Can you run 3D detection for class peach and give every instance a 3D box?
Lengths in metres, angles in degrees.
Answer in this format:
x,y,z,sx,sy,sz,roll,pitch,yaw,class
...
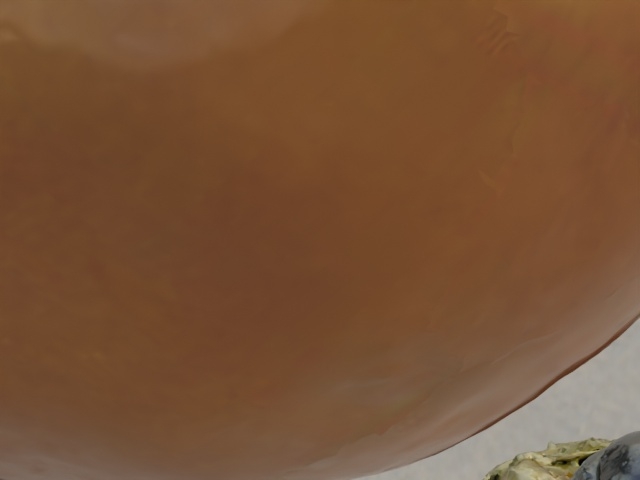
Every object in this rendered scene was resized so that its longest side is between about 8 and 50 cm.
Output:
x,y,z,sx,sy,sz,roll,pitch,yaw,class
-0.034,-0.093,0.481,0.342,0.301,0.343,-11,63,22,peach

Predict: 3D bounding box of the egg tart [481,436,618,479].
x,y,z,sx,sy,sz,roll,pitch,yaw,class
0.265,0.265,1.615,0.297,0.132,0.297,4,39,-3,egg tart

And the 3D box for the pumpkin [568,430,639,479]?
x,y,z,sx,sy,sz,roll,pitch,yaw,class
0.251,0.223,1.207,0.220,0.221,0.162,9,33,3,pumpkin
